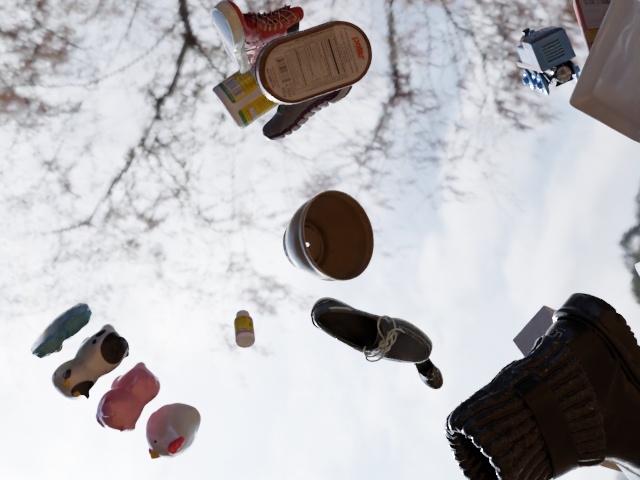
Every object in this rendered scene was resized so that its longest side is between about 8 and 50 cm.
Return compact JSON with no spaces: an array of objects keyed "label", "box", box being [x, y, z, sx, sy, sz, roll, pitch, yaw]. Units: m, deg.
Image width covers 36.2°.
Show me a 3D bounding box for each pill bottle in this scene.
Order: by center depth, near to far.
[{"label":"pill bottle","box":[-0.161,0.185,2.069,0.083,0.043,0.043,-102,11,-51]},{"label":"pill bottle","box":[-0.130,-0.351,2.209,0.208,0.117,0.117,-36,-32,-5]}]

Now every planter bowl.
[{"label":"planter bowl","box":[0.000,0.000,1.751,0.162,0.109,0.162,11,-107,-38]}]

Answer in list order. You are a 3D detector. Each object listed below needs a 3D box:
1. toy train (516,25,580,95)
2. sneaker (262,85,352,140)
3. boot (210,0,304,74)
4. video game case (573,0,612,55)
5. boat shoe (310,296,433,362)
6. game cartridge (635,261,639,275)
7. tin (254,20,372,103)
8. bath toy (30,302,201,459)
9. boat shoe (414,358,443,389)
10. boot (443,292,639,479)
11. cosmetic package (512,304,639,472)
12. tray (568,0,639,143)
[{"label":"toy train","box":[0.385,-0.313,1.680,0.184,0.080,0.105,-97,-17,-75]},{"label":"sneaker","box":[-0.046,-0.289,1.938,0.098,0.223,0.083,43,-152,-29]},{"label":"boot","box":[-0.118,-0.442,1.956,0.176,0.088,0.244,-34,-13,-3]},{"label":"video game case","box":[0.574,-0.358,1.741,0.285,0.204,0.025,-88,-8,-45]},{"label":"boat shoe","box":[0.102,0.180,1.892,0.095,0.254,0.079,-62,8,9]},{"label":"game cartridge","box":[0.612,0.076,1.811,0.017,0.083,0.056,-28,-8,5]},{"label":"tin","box":[-0.009,-0.277,1.531,0.189,0.040,0.106,-21,-72,-11]},{"label":"bath toy","box":[-0.361,0.277,1.768,0.151,0.348,0.129,-42,17,5]},{"label":"boat shoe","box":[0.234,0.286,2.173,0.049,0.040,0.142,-28,-61,8]},{"label":"boot","box":[0.320,0.266,1.212,0.260,0.131,0.348,-43,-74,-22]},{"label":"cosmetic package","box":[0.532,0.276,1.645,0.377,0.284,0.097,22,-63,-35]},{"label":"tray","box":[0.493,-0.275,1.530,0.030,0.145,0.270,-47,-19,-29]}]
